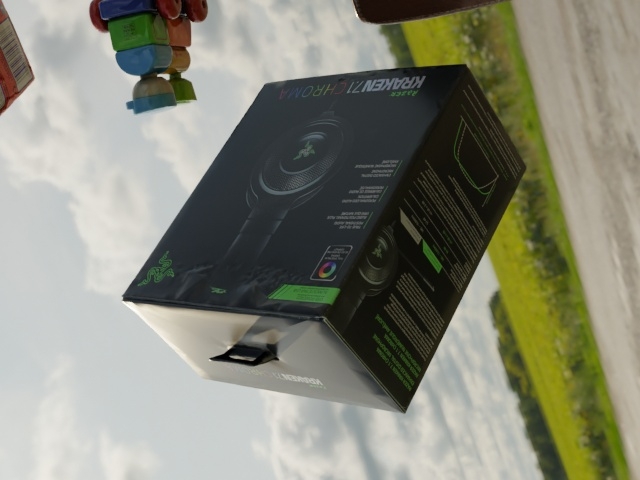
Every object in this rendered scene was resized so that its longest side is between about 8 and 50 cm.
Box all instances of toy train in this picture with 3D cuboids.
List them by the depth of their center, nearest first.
[{"bbox_3d":[-0.181,-0.229,1.328,0.248,0.105,0.143,-29,-70,-73],"label":"toy train"}]

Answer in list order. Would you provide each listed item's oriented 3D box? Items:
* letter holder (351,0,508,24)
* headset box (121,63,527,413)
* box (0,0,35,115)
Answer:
[{"bbox_3d":[0.170,-0.287,0.989,0.214,0.301,0.152,67,-168,-49],"label":"letter holder"},{"bbox_3d":[0.000,0.000,0.928,0.131,0.246,0.283,51,-122,-35],"label":"headset box"},{"bbox_3d":[-0.308,-0.189,0.636,0.154,0.142,0.300,-85,-22,-63],"label":"box"}]
